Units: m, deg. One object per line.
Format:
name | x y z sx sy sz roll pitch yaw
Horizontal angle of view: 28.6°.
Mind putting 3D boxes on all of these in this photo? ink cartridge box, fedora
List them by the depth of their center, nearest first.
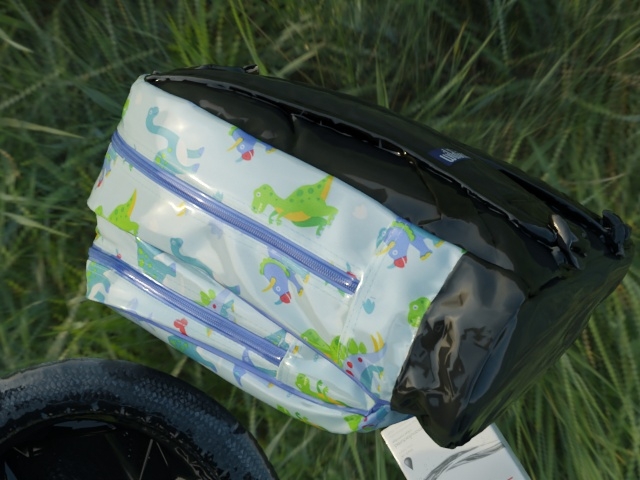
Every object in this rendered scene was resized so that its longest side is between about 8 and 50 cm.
fedora | -0.171 0.220 1.056 0.334 0.152 0.334 -1 113 -2
ink cartridge box | 0.152 0.244 1.265 0.104 0.060 0.180 -35 53 5

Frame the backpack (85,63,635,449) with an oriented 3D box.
backpack | 0.000 0.000 0.895 0.355 0.290 0.273 39 112 16
